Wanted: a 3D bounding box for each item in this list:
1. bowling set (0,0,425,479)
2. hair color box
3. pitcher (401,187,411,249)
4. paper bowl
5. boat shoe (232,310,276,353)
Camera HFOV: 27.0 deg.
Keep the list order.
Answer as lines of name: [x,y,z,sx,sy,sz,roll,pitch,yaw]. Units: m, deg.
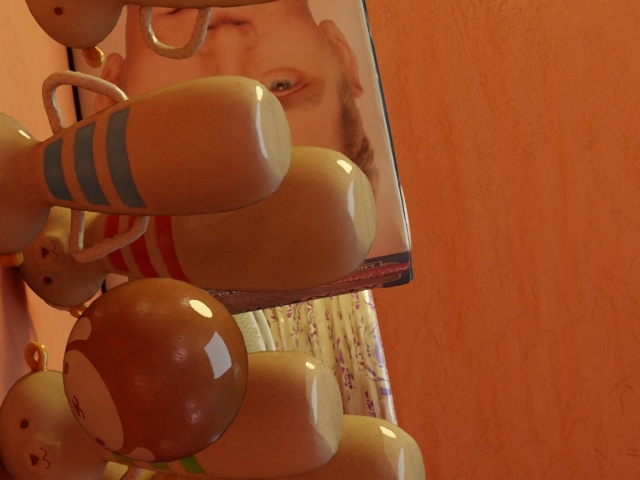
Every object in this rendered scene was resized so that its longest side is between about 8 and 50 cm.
bowling set: [-0.075,0.010,0.469,0.200,0.154,0.286,-23,105,-70]
hair color box: [-0.059,-0.134,0.804,0.105,0.174,0.347,70,9,-78]
pitcher: [0.000,0.000,1.590,0.177,0.207,0.125,80,1,-64]
paper bowl: [-0.014,0.132,1.154,0.284,0.148,0.284,-11,90,-89]
boat shoe: [-0.066,0.121,0.877,0.079,0.084,0.233,-178,-107,-69]
